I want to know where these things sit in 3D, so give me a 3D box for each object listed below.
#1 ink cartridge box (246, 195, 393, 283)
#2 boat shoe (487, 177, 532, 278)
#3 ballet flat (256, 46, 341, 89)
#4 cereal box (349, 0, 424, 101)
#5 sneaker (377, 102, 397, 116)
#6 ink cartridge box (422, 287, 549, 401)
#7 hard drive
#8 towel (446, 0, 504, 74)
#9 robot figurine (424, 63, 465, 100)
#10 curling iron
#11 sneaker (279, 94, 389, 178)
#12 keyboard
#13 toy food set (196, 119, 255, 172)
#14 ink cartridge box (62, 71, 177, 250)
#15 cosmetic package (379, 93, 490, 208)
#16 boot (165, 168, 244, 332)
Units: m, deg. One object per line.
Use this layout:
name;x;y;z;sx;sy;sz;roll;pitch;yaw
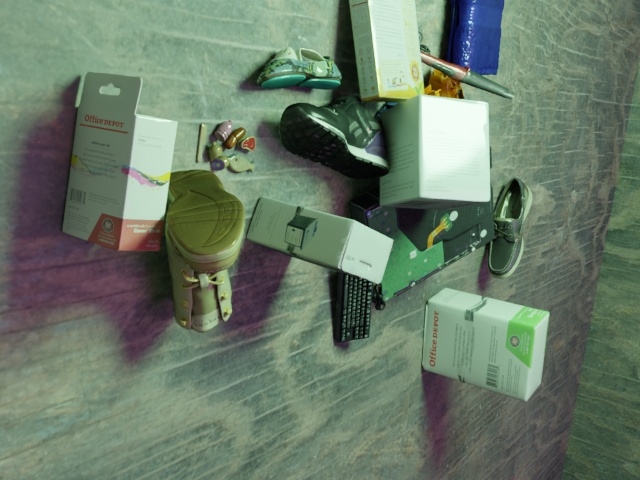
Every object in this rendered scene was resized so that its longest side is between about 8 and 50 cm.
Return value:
ink cartridge box;0.000;0.000;1.156;0.139;0.190;0.082;24;82;-55
boat shoe;0.507;-0.039;1.946;0.092;0.102;0.285;38;67;-48
ballet flat;-0.039;-0.274;1.130;0.188;0.070;0.070;-13;112;-54
cereal box;0.119;-0.370;1.274;0.173;0.047;0.240;-12;96;-53
sneaker;0.143;-0.244;1.395;0.059;0.053;0.144;22;83;-53
ink cartridge box;0.399;0.248;1.738;0.114;0.272;0.199;-24;121;-52
hard drive;0.219;-0.040;1.476;0.338;0.064;0.237;-28;126;-24
towel;0.343;-0.516;1.571;0.227;0.076;0.309;-23;120;-57
robot figurine;0.257;-0.217;1.535;0.211;0.085;0.291;-44;135;-36
curling iron;0.281;-0.348;1.435;0.273;0.035;0.068;20;57;-18
sneaker;0.022;-0.200;1.223;0.283;0.107;0.124;21;66;-57
keyboard;0.083;0.119;1.406;0.108;0.023;0.180;-10;121;-21
toy food set;-0.133;-0.141;1.069;0.122;0.019;0.078;-4;105;-54
ink cartridge box;-0.238;-0.095;0.852;0.067;0.115;0.198;0;102;-54
cosmetic package;0.206;-0.156;1.306;0.151;0.151;0.184;2;86;-23
boot;-0.153;0.037;0.929;0.095;0.262;0.204;-7;115;-18
